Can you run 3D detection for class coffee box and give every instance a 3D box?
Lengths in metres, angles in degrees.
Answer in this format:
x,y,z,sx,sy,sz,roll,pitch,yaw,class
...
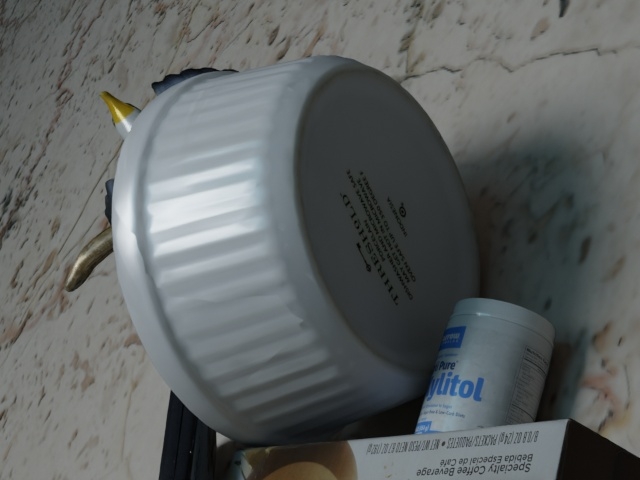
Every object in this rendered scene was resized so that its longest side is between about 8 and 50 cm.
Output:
x,y,z,sx,sy,sz,roll,pitch,yaw,class
0.055,0.207,0.740,0.297,0.119,0.168,-15,51,51,coffee box

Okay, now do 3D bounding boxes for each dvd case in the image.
x,y,z,sx,sy,sz,roll,pitch,yaw,class
-0.094,0.164,0.958,0.253,0.022,0.180,94,179,-50,dvd case

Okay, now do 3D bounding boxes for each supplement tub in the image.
x,y,z,sx,sy,sz,roll,pitch,yaw,class
0.102,0.098,0.818,0.071,0.071,0.107,-12,55,53,supplement tub

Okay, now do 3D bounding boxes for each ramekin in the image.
x,y,z,sx,sy,sz,roll,pitch,yaw,class
0.000,0.000,0.883,0.127,0.273,0.272,-17,49,34,ramekin

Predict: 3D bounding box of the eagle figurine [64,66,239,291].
x,y,z,sx,sy,sz,roll,pitch,yaw,class
-0.125,-0.062,1.243,0.226,0.225,0.298,-13,3,2,eagle figurine
